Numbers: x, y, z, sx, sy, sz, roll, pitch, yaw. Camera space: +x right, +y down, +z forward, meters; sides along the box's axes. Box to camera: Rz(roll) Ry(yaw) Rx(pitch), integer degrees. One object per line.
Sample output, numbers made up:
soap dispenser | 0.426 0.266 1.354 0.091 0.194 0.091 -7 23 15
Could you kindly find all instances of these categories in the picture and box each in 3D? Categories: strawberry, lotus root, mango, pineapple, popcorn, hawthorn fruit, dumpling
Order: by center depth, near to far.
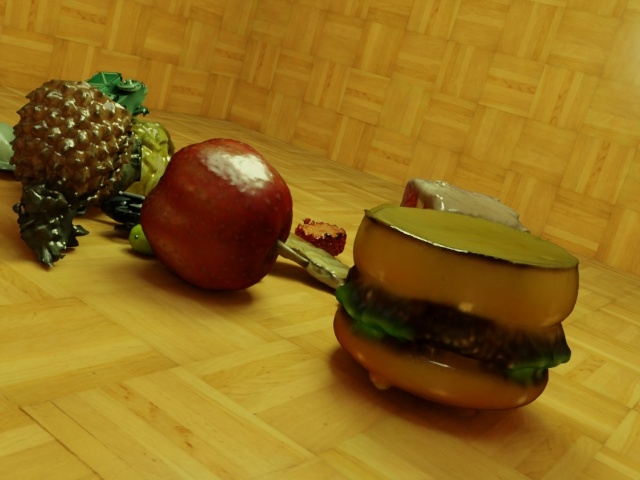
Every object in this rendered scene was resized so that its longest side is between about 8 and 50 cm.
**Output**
pineapple | -0.480 -0.108 1.296 0.223 0.357 0.223 6 -23 3
hawthorn fruit | -0.163 -0.034 1.325 0.330 0.287 0.287 30 16 13
mango | -0.339 0.001 1.429 0.108 0.056 0.073 0 30 -48
lotus root | -0.532 -0.160 1.582 0.260 0.149 0.267 0 3 -28
dumpling | -0.779 -0.214 1.719 0.108 0.153 0.219 -25 32 6
strawberry | 0.000 0.000 1.775 0.145 0.086 0.145 16 11 -3
popcorn | -0.490 -0.222 1.849 0.259 0.212 0.259 11 20 -4

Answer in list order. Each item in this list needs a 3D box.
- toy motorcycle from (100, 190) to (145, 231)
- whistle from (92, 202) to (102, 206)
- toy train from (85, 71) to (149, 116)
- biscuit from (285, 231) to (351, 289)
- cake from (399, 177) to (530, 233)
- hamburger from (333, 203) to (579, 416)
toy motorcycle | -0.325 -0.049 1.568 0.307 0.108 0.173 7 8 -32
whistle | -0.510 -0.098 1.671 0.035 0.035 0.100 25 15 33
toy train | -0.529 -0.333 1.711 0.154 0.115 0.269 7 37 14
biscuit | -0.050 0.027 1.577 0.299 0.045 0.154 30 13 -2
cake | 0.267 0.042 1.477 0.230 0.309 0.237 9 18 -17
hamburger | 0.227 0.115 1.169 0.395 0.277 0.396 13 14 -3
